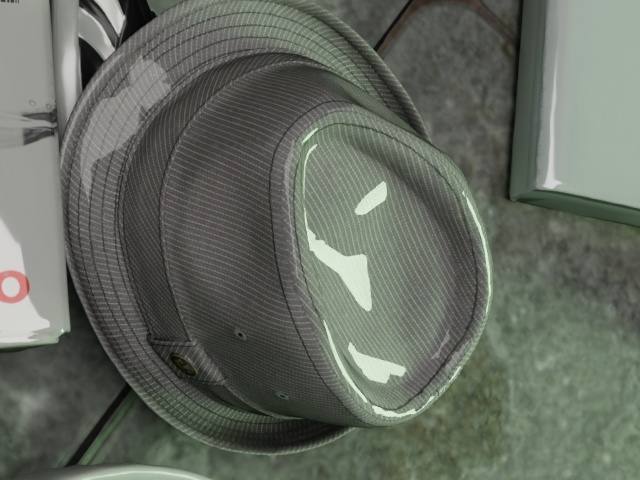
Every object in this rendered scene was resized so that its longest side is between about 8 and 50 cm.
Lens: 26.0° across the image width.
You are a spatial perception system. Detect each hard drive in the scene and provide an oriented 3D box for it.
[{"bbox_3d":[0.253,-0.182,0.984,0.233,0.047,0.353,10,78,-22],"label":"hard drive"}]

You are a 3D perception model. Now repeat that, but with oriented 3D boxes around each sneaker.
[{"bbox_3d":[-0.104,-0.113,0.804,0.121,0.079,0.217,-3,91,-27],"label":"sneaker"}]

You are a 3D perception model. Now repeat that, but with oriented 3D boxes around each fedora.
[{"bbox_3d":[0.000,0.000,0.757,0.244,0.124,0.275,-37,117,-26],"label":"fedora"}]

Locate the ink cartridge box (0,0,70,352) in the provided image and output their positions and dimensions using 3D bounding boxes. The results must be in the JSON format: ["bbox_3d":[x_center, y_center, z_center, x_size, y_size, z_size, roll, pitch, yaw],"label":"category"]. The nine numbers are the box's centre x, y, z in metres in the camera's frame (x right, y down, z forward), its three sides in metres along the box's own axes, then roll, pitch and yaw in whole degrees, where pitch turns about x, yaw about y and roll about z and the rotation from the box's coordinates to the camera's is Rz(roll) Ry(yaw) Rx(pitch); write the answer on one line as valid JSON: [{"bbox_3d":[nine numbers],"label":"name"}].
[{"bbox_3d":[-0.243,-0.073,0.709,0.198,0.115,0.272,-2,82,-24],"label":"ink cartridge box"}]

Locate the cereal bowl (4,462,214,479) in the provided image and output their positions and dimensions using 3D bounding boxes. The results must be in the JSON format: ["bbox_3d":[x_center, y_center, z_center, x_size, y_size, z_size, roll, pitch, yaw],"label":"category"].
[{"bbox_3d":[-0.133,0.274,0.650,0.339,0.141,0.339,7,80,-48],"label":"cereal bowl"}]
